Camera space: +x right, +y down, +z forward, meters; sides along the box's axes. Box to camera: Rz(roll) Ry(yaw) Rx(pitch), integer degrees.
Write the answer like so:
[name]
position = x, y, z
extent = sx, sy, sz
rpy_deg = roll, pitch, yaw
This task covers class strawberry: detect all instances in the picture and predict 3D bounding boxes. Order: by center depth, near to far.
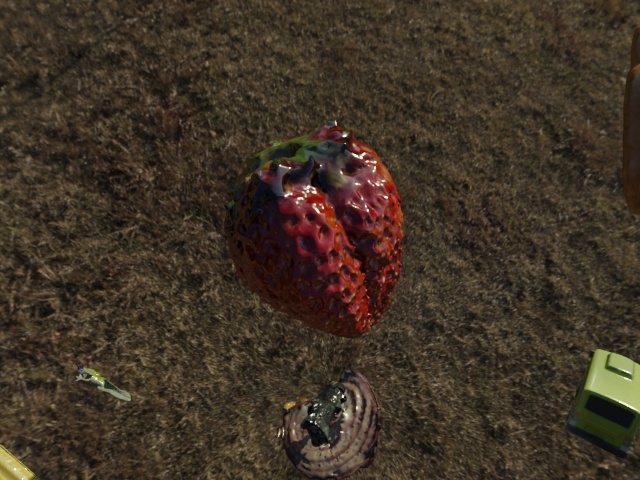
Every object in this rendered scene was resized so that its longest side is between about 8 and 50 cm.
[strawberry]
position = 0.000, 0.000, 0.593
extent = 0.250, 0.238, 0.288
rpy_deg = -43, 115, -20

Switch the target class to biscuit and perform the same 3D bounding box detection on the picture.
[biscuit]
position = 0.564, -0.168, 0.685
extent = 0.312, 0.057, 0.351
rpy_deg = 40, 64, -32

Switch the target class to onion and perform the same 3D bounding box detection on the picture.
[onion]
position = 0.047, 0.563, 1.214
extent = 0.314, 0.146, 0.280
rpy_deg = -29, 37, 2

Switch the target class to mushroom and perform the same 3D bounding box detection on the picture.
[mushroom]
position = -0.095, 0.663, 1.658
extent = 0.127, 0.127, 0.087
rpy_deg = -34, 78, -10

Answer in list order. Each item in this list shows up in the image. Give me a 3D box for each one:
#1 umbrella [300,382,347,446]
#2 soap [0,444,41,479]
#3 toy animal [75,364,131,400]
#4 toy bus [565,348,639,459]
[umbrella]
position = 0.012, 0.439, 1.100
extent = 0.071, 0.224, 0.080
rpy_deg = -29, 90, 23
[soap]
position = -0.341, 0.346, 0.493
extent = 0.252, 0.092, 0.037
rpy_deg = 39, 110, 2
[toy animal]
position = -0.589, 0.368, 1.105
extent = 0.216, 0.075, 0.041
rpy_deg = 12, 61, 28
[toy bus]
position = 0.463, 0.251, 0.676
extent = 0.088, 0.175, 0.101
rpy_deg = 21, 114, 33
